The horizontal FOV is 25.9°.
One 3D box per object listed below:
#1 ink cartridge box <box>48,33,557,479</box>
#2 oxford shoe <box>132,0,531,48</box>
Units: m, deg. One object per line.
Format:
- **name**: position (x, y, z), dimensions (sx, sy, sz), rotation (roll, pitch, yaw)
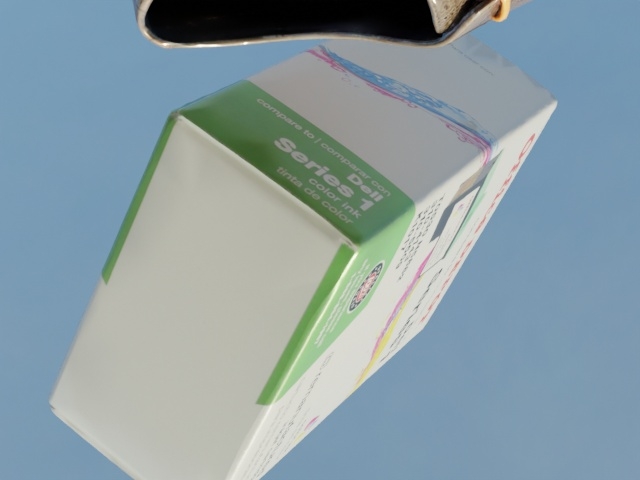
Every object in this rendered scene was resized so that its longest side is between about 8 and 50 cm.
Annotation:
- **ink cartridge box**: position (0.000, 0.000, 0.782), dimensions (0.117, 0.201, 0.278), rotation (36, -147, 13)
- **oxford shoe**: position (0.093, -0.138, 0.570), dimensions (0.364, 0.130, 0.133), rotation (-6, -129, 19)
